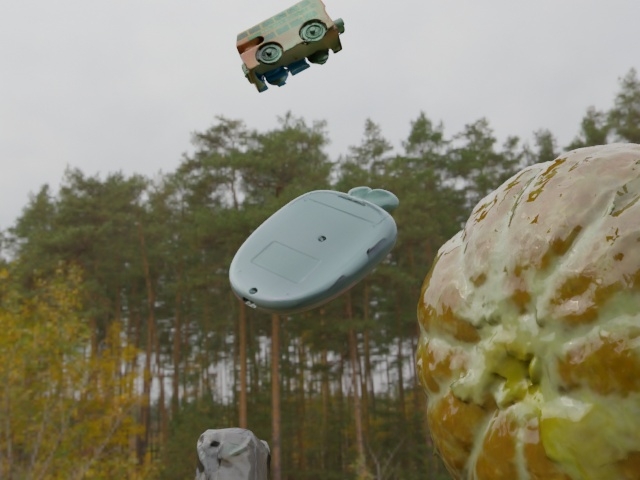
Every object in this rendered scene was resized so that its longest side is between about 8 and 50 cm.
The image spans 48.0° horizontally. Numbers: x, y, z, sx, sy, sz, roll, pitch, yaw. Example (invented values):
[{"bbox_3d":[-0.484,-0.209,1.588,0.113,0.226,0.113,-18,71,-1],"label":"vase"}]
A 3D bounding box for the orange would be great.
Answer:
[{"bbox_3d":[0.226,0.092,0.561,0.249,0.329,0.329,8,-17,-28],"label":"orange"}]

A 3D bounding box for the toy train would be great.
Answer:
[{"bbox_3d":[-0.051,-0.329,1.207,0.188,0.099,0.072,-29,-31,-3],"label":"toy train"}]

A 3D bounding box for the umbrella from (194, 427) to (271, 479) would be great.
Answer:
[{"bbox_3d":[-0.085,0.327,0.594,0.067,0.337,0.073,-12,-31,24],"label":"umbrella"}]

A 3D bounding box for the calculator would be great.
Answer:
[{"bbox_3d":[0.000,0.000,1.009,0.185,0.041,0.299,23,48,34],"label":"calculator"}]
